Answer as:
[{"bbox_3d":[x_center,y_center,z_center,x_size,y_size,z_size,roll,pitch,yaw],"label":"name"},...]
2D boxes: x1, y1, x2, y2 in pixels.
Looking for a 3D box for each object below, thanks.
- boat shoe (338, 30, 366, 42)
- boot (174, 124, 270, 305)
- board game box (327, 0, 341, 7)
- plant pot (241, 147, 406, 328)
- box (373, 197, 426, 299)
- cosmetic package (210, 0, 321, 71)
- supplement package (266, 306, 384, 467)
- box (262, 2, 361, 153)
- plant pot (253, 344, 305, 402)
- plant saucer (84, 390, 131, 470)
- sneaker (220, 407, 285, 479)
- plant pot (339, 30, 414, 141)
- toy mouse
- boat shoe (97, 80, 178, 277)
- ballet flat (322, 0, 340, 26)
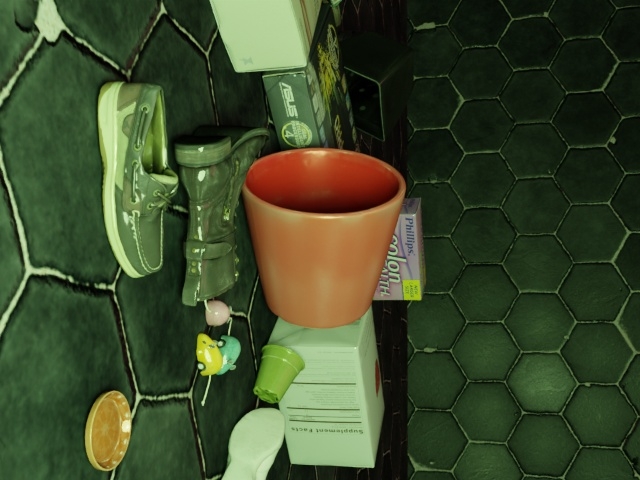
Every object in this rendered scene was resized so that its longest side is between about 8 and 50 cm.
[{"bbox_3d":[0.081,-0.488,1.895,0.302,0.109,0.094,-63,151,-67],"label":"boat shoe"},{"bbox_3d":[-0.144,-0.043,1.047,0.263,0.091,0.229,-43,136,-66],"label":"boot"},{"bbox_3d":[-0.033,-0.581,1.457,0.136,0.030,0.259,54,4,18],"label":"board game box"},{"bbox_3d":[0.000,0.000,1.265,0.275,0.274,0.243,-68,162,-58],"label":"plant pot"},{"bbox_3d":[0.116,0.021,1.704,0.117,0.242,0.214,-61,147,-64],"label":"box"},{"bbox_3d":[-0.075,-0.436,1.226,0.153,0.129,0.296,73,22,-50],"label":"cosmetic package"},{"bbox_3d":[0.020,0.274,1.435,0.177,0.175,0.293,-69,154,-58],"label":"supplement package"},{"bbox_3d":[-0.006,-0.251,1.545,0.318,0.097,0.395,-72,155,-48],"label":"box"},{"bbox_3d":[-0.079,0.237,1.271,0.083,0.083,0.079,73,33,-46],"label":"plant pot"},{"bbox_3d":[-0.230,0.204,0.787,0.083,0.013,0.084,-2,90,-76],"label":"plant saucer"},{"bbox_3d":[-0.113,0.362,1.145,0.212,0.080,0.094,-64,162,-47],"label":"sneaker"},{"bbox_3d":[0.121,-0.384,1.727,0.167,0.187,0.188,-47,150,-22],"label":"plant pot"},{"bbox_3d":[-0.145,0.142,1.091,0.143,0.031,0.161,-42,129,-71],"label":"toy mouse"},{"bbox_3d":[-0.197,-0.067,0.819,0.080,0.073,0.224,-40,127,-72],"label":"boat shoe"},{"bbox_3d":[0.005,-0.586,1.728,0.250,0.058,0.084,61,9,-72],"label":"ballet flat"}]
